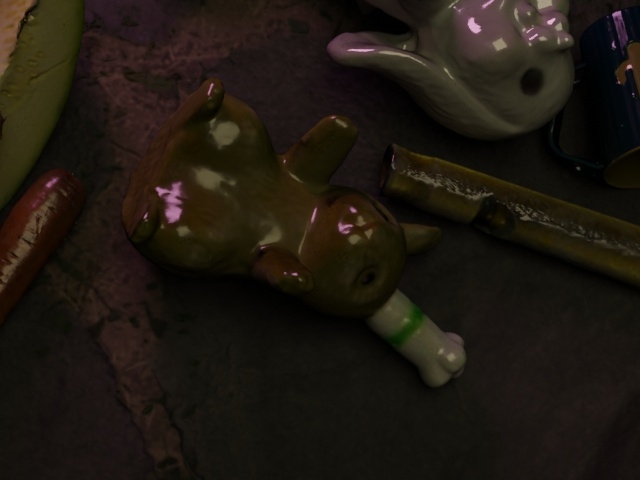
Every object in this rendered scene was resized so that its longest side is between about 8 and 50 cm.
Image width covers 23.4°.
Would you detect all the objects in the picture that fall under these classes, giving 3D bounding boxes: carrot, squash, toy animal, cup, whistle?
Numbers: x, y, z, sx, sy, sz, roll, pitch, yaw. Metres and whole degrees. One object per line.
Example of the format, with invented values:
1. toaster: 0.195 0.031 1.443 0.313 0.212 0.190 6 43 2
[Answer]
1. carrot: -0.292 0.038 1.431 0.059 0.059 0.247 29 73 -1
2. squash: -0.288 -0.110 1.446 0.093 0.169 0.252 23 61 -52
3. toy animal: 0.119 -0.228 1.532 0.249 0.174 0.289 -16 75 -27
4. cup: 0.314 -0.143 1.576 0.177 0.131 0.155 -13 70 11
5. whistle: 0.214 -0.022 1.543 0.327 0.057 0.068 18 46 -7
6. toy animal: -0.003 -0.008 1.433 0.363 0.180 0.181 20 70 -6

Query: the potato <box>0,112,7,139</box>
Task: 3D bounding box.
1. potato: -0.423 -0.069 1.363 0.296 0.141 0.191 -24 79 2
